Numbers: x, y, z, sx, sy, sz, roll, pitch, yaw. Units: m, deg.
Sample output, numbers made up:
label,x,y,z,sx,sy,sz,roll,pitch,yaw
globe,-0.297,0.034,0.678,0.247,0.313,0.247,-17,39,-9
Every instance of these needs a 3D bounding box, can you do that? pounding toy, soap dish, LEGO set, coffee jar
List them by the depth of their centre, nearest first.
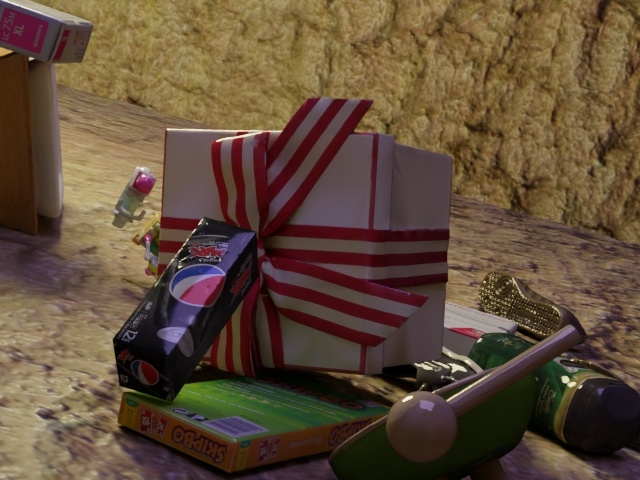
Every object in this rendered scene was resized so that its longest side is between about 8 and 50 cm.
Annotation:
label,x,y,z,sx,sy,sz,roll,pitch,yaw
pounding toy,0.116,0.177,1.223,0.183,0.110,0.237,-20,-16,-20
coffee jar,0.246,0.162,1.631,0.096,0.079,0.184,10,9,-44
LEGO set,-0.108,0.024,1.789,0.287,0.132,0.107,19,17,-13
soap dish,-0.403,-0.146,2.024,0.118,0.228,0.291,-4,13,-9

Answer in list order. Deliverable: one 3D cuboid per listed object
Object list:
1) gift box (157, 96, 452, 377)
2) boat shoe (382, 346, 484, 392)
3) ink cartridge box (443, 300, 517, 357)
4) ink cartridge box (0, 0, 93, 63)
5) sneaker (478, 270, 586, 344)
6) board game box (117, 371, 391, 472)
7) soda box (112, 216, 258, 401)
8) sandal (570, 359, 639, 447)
label,x,y,z,sx,sy,sz,roll,pitch,yaw
gift box,0.000,0.000,1.501,0.276,0.255,0.258,-3,-2,25
boat shoe,0.127,0.154,1.621,0.065,0.075,0.206,-34,36,-15
ink cartridge box,0.159,0.119,1.790,0.109,0.063,0.150,17,9,14
ink cartridge box,-0.440,-0.286,1.836,0.311,0.065,0.186,21,7,0
sneaker,0.293,0.103,2.143,0.071,0.066,0.188,29,5,-36
board game box,-0.048,0.154,1.358,0.124,0.039,0.259,18,13,32
soda box,-0.112,0.056,1.316,0.053,0.060,0.169,16,45,17
sandal,0.334,0.187,1.672,0.180,0.072,0.049,20,-5,21
